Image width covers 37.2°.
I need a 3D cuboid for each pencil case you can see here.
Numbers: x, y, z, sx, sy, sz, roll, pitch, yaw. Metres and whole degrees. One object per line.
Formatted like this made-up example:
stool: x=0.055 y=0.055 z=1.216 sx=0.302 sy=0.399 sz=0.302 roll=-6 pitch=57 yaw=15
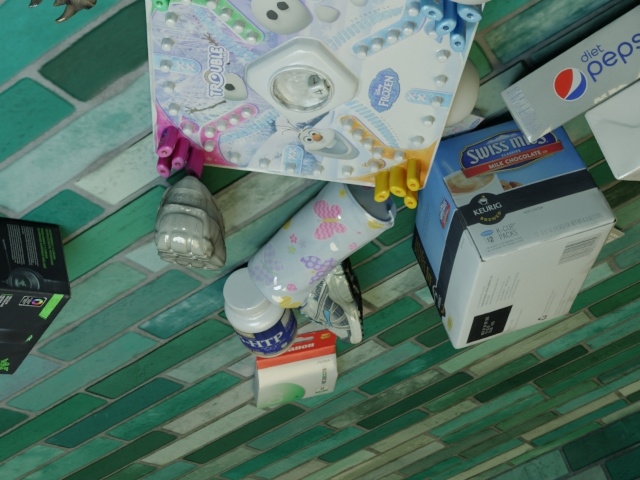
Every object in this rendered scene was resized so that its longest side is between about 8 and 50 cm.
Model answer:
pencil case: x=0.000 y=0.000 z=1.561 sx=0.273 sy=0.124 sz=0.113 roll=-44 pitch=176 yaw=32

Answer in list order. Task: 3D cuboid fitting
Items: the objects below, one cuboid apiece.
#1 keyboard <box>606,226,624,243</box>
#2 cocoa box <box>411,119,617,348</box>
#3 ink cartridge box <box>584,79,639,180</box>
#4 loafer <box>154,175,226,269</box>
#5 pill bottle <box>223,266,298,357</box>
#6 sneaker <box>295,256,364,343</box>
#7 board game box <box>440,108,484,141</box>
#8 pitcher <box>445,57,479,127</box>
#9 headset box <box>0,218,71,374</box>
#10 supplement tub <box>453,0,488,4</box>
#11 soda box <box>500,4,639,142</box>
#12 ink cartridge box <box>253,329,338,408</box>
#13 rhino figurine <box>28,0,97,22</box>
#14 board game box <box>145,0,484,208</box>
keyboard: x=0.523 y=-0.027 z=1.909 sx=0.072 sy=0.014 sz=0.256 roll=-38 pitch=143 yaw=29
cocoa box: x=0.303 y=-0.011 z=1.594 sx=0.232 sy=0.228 sz=0.347 roll=-17 pitch=152 yaw=-8
ink cartridge box: x=0.579 y=-0.187 z=1.481 sx=0.207 sy=0.119 sz=0.353 roll=-32 pitch=165 yaw=32
loafer: x=-0.187 y=-0.020 z=1.406 sx=0.112 sy=0.111 sz=0.319 roll=11 pitch=172 yaw=-6
pill bottle: x=-0.111 y=0.127 z=1.714 sx=0.112 sy=0.112 sz=0.186 roll=-20 pitch=148 yaw=1
sneaker: x=0.011 y=0.107 z=1.783 sx=0.122 sy=0.110 sz=0.283 roll=-8 pitch=144 yaw=8
board game box: x=0.196 y=-0.178 z=1.491 sx=0.090 sy=0.020 sz=0.090 roll=10 pitch=138 yaw=-40
pitcher: x=0.096 y=-0.205 z=1.307 sx=0.207 sy=0.125 sz=0.177 roll=7 pitch=146 yaw=-20
headset box: x=-0.535 y=0.084 z=1.401 sx=0.283 sy=0.131 sz=0.246 roll=9 pitch=140 yaw=-38
supplement tub: x=0.184 y=-0.418 z=0.901 sx=0.241 sy=0.241 sz=0.331 roll=11 pitch=138 yaw=-40
soda box: x=0.410 y=-0.256 z=1.386 sx=0.286 sy=0.091 sz=0.098 roll=-32 pitch=179 yaw=20
ink cartridge box: x=-0.049 y=0.276 z=2.039 sx=0.181 sy=0.056 sz=0.224 roll=-10 pitch=149 yaw=-14
rhino figurine: x=-0.260 y=-0.318 z=0.980 sx=0.106 sy=0.073 sz=0.243 roll=-7 pitch=148 yaw=-26
board game box: x=-0.025 y=-0.190 z=1.199 sx=0.390 sy=0.050 sz=0.390 roll=7 pitch=146 yaw=-3
